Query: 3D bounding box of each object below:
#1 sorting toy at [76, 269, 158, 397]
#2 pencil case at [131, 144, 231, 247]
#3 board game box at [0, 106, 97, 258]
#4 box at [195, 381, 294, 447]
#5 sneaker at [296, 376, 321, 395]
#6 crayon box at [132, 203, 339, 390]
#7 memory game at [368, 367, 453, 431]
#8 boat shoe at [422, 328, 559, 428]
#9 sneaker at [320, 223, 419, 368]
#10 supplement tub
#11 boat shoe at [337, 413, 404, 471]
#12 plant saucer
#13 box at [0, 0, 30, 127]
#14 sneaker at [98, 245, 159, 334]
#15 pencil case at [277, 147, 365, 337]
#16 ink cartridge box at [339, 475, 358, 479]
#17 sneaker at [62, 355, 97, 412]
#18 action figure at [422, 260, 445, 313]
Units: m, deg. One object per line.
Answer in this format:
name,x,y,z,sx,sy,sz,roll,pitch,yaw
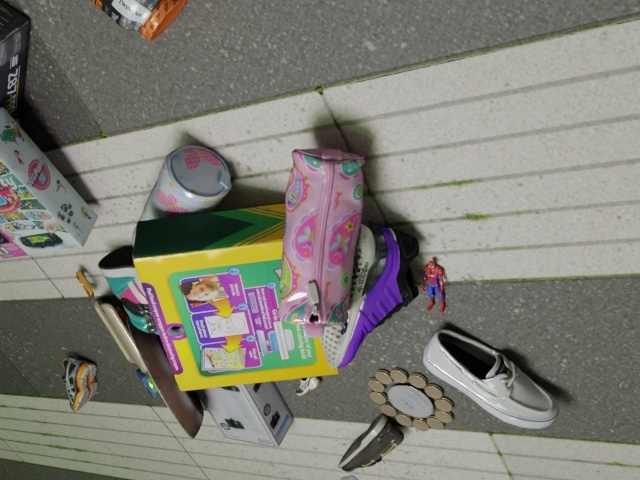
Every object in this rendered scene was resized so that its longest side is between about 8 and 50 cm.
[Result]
sorting toy,-0.453,0.210,1.849,0.348,0.047,0.196,60,160,-9
pencil case,-0.256,-0.054,1.451,0.124,0.114,0.273,31,140,-5
board game box,-0.615,-0.100,1.542,0.223,0.098,0.303,-8,137,24
box,-0.193,0.339,1.823,0.169,0.087,0.290,0,130,34
sneaker,-0.032,0.310,1.739,0.037,0.032,0.083,50,134,1
crayon box,-0.138,0.110,1.448,0.312,0.106,0.363,-7,132,0
memory game,0.182,0.323,1.622,0.186,0.012,0.186,18,137,18
boat shoe,0.302,0.241,1.398,0.258,0.095,0.084,24,144,8
sneaker,0.093,0.105,1.354,0.146,0.102,0.293,1,127,-22
supplement tub,-0.287,-0.383,1.139,0.190,0.117,0.117,42,139,-9
boat shoe,0.107,0.463,1.756,0.068,0.081,0.228,36,138,3
plant saucer,-0.338,0.295,1.791,0.311,0.050,0.310,60,172,14
box,-0.729,-0.371,1.456,0.394,0.097,0.318,32,142,0
sneaker,-0.322,0.113,1.648,0.295,0.124,0.179,5,128,40
pencil case,0.000,0.000,1.232,0.124,0.124,0.284,10,97,25
ink cartridge box,0.068,0.648,1.937,0.088,0.122,0.052,45,143,-13
sneaker,-0.668,0.391,2.196,0.083,0.084,0.215,29,131,9
action figure,0.193,0.078,1.359,0.038,0.030,0.115,14,135,29
